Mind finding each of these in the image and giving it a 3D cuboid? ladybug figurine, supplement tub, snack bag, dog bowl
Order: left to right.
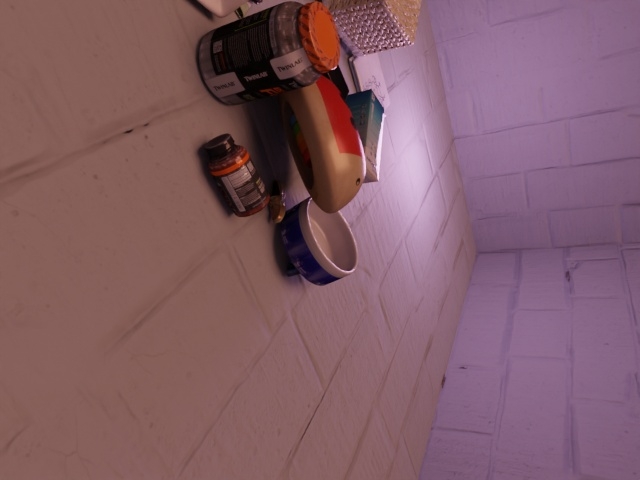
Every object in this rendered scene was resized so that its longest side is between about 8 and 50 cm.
[{"bbox_3d":[-0.210,-0.163,1.171,0.198,0.105,0.106,65,35,-31],"label":"supplement tub"},{"bbox_3d":[-0.124,-0.458,1.154,0.193,0.315,0.194,13,75,-59],"label":"supplement tub"},{"bbox_3d":[0.000,0.000,1.436,0.265,0.104,0.265,42,33,-35],"label":"dog bowl"},{"bbox_3d":[0.005,-0.298,1.328,0.305,0.161,0.450,116,-45,-73],"label":"ladybug figurine"},{"bbox_3d":[0.237,-0.700,2.110,0.343,0.037,0.323,-55,132,-49],"label":"snack bag"}]

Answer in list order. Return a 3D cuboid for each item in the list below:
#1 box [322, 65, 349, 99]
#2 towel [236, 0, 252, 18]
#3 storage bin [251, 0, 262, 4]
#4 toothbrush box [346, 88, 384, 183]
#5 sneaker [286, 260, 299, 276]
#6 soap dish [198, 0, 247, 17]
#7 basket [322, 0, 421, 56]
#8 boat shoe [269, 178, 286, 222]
[{"bbox_3d":[-0.049,-0.521,1.429,0.261,0.184,0.103,60,35,-37],"label":"box"},{"bbox_3d":[-0.224,-0.822,1.314,0.248,0.038,0.325,55,41,-43],"label":"towel"},{"bbox_3d":[-0.162,-0.743,1.294,0.098,0.090,0.135,-3,90,-61],"label":"storage bin"},{"bbox_3d":[0.091,-0.344,1.618,0.126,0.216,0.296,37,54,-52],"label":"toothbrush box"},{"bbox_3d":[-0.071,0.061,1.440,0.144,0.053,0.059,-57,132,-58],"label":"sneaker"},{"bbox_3d":[-0.250,-0.672,1.073,0.290,0.228,0.118,17,55,-59],"label":"soap dish"},{"bbox_3d":[0.209,-0.930,1.779,0.331,0.266,0.329,20,79,-58],"label":"basket"},{"bbox_3d":[-0.130,-0.116,1.367,0.045,0.050,0.136,35,46,-49],"label":"boat shoe"}]
